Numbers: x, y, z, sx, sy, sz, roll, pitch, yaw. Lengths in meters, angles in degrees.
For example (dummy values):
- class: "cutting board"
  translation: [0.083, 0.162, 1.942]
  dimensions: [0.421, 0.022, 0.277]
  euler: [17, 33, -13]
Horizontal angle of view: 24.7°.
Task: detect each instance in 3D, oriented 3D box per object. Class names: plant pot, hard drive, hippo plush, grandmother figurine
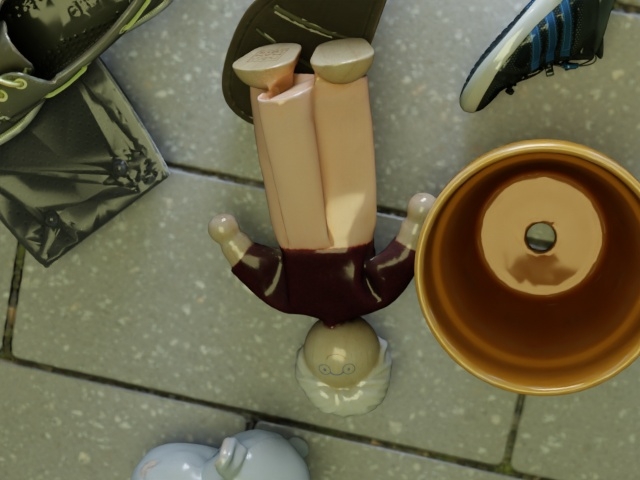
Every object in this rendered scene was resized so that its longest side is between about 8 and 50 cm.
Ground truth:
- class: "plant pot"
  translation: [0.190, 0.009, 1.249]
  dimensions: [0.205, 0.188, 0.205]
  euler: [2, 100, 9]
- class: "hard drive"
  translation: [-0.268, -0.122, 1.359]
  dimensions: [0.172, 0.054, 0.255]
  euler: [-36, 93, 13]
- class: "hippo plush"
  translation: [-0.088, 0.294, 1.316]
  dimensions: [0.294, 0.234, 0.236]
  euler: [-5, 89, 26]
- class: "grandmother figurine"
  translation: [0.000, 0.000, 1.289]
  dimensions: [0.208, 0.104, 0.342]
  euler: [1, 115, 26]

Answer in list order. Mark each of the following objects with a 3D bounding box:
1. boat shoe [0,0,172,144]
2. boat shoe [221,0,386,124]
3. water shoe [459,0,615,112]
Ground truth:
- class: "boat shoe"
  translation: [-0.257, -0.172, 1.274]
  dimensions: [0.305, 0.091, 0.109]
  euler: [-36, 92, 4]
- class: "boat shoe"
  translation: [0.018, -0.230, 1.277]
  dimensions: [0.111, 0.104, 0.307]
  euler: [32, 124, -8]
- class: "water shoe"
  translation: [0.207, -0.175, 1.273]
  dimensions: [0.080, 0.073, 0.203]
  euler: [41, 103, -3]
